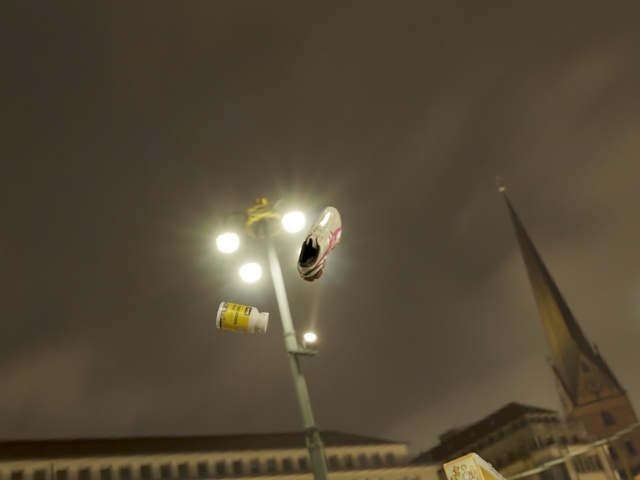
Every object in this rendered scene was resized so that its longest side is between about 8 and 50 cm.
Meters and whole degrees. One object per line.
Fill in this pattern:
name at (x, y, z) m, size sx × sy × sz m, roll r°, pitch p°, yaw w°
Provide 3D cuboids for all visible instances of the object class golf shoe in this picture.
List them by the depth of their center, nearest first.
golf shoe at (0.000, 0.000, 1.757) m, size 0.067 × 0.186 × 0.086 m, roll 15°, pitch -21°, yaw 16°

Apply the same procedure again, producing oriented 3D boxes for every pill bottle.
pill bottle at (-0.186, 0.188, 1.841) m, size 0.116 × 0.065 × 0.065 m, roll 10°, pitch -32°, yaw 2°

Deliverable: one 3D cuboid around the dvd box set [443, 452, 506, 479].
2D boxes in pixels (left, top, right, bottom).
dvd box set at (0.335, 0.578, 1.224) m, size 0.062 × 0.420 × 0.307 m, roll -27°, pitch -39°, yaw 13°
